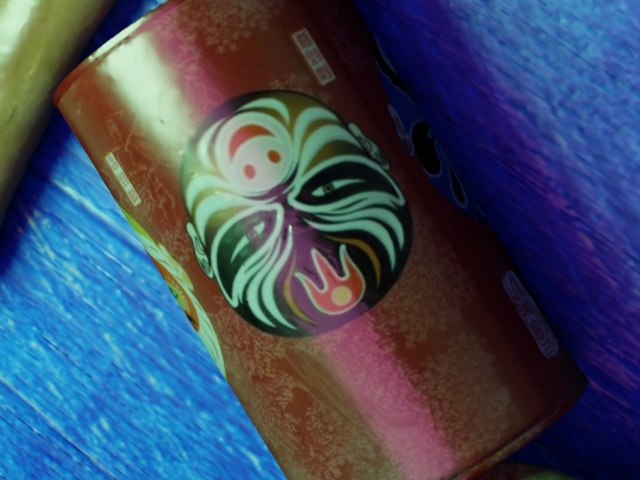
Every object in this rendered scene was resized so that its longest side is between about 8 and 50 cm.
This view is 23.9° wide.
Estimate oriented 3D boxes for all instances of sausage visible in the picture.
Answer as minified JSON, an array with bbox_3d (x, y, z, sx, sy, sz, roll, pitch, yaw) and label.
[{"bbox_3d":[-0.208,-0.137,1.077,0.419,0.094,0.094,-57,48,21],"label":"sausage"}]

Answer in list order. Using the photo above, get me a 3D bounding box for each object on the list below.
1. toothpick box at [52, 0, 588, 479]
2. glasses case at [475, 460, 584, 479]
[{"bbox_3d":[0.000,0.000,0.973,0.204,0.204,0.333,-31,91,23],"label":"toothpick box"},{"bbox_3d":[0.255,0.266,0.948,0.425,0.098,0.156,26,135,-1],"label":"glasses case"}]
